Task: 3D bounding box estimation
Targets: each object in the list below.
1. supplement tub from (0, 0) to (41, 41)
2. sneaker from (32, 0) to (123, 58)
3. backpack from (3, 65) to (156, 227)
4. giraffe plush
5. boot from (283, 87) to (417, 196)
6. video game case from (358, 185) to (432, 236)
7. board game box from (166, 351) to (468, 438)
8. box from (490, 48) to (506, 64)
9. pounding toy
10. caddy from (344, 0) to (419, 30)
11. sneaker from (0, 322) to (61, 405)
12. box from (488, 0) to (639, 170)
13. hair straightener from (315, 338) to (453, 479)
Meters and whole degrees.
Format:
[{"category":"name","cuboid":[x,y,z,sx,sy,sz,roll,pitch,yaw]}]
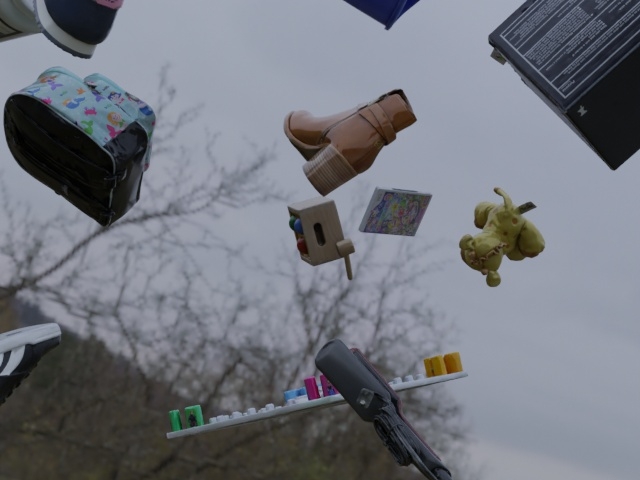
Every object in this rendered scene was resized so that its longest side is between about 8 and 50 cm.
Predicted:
[{"category":"supplement tub","cuboid":[-0.590,-0.482,2.219,0.272,0.191,0.191,-1,-20,43]},{"category":"sneaker","cuboid":[-0.339,-0.390,1.576,0.112,0.131,0.319,12,40,-47]},{"category":"backpack","cuboid":[-0.416,-0.177,2.006,0.253,0.191,0.225,29,-39,9]},{"category":"giraffe plush","cuboid":[0.380,0.008,2.546,0.181,0.170,0.210,39,-20,10]},{"category":"boot","cuboid":[0.053,-0.214,2.095,0.109,0.220,0.283,48,10,-24]},{"category":"video game case","cuboid":[0.130,-0.049,2.012,0.122,0.087,0.011,4,29,-35]},{"category":"board game box","cuboid":[-0.005,0.266,2.013,0.390,0.050,0.390,-18,-11,37]},{"category":"box","cuboid":[0.429,-0.461,2.387,0.036,0.207,0.114,36,-30,7]},{"category":"pounding toy","cuboid":[0.004,0.010,2.486,0.094,0.181,0.206,-16,9,-11]},{"category":"caddy","cuboid":[0.180,-0.588,2.362,0.179,0.241,0.341,28,-43,-3]},{"category":"sneaker","cuboid":[-0.371,0.178,1.304,0.079,0.121,0.217,-11,9,42]},{"category":"box","cuboid":[0.486,-0.323,1.918,0.183,0.296,0.294,40,13,-35]},{"category":"hair straightener","cuboid":[0.059,0.184,1.164,0.089,0.047,0.230,33,17,-50]}]
